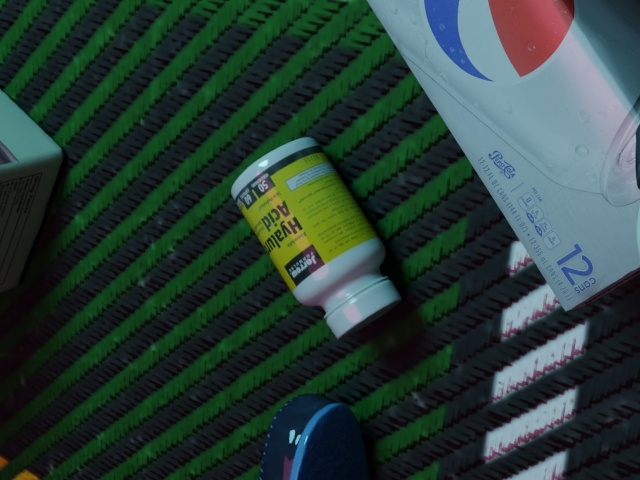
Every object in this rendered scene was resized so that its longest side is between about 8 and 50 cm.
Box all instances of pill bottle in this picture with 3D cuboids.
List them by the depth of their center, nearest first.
[{"bbox_3d":[0.000,0.000,0.749,0.065,0.065,0.116,-41,78,39],"label":"pill bottle"}]

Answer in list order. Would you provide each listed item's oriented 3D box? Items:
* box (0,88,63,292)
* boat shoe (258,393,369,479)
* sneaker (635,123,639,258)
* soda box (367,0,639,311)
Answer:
[{"bbox_3d":[-0.333,-0.026,0.897,0.127,0.232,0.149,43,126,21],"label":"box"},{"bbox_3d":[-0.031,0.218,0.817,0.089,0.109,0.258,21,114,36],"label":"boat shoe"},{"bbox_3d":[0.191,-0.045,0.474,0.126,0.127,0.321,-29,59,37],"label":"sneaker"},{"bbox_3d":[0.100,-0.114,0.613,0.091,0.098,0.286,-38,78,39],"label":"soda box"}]
